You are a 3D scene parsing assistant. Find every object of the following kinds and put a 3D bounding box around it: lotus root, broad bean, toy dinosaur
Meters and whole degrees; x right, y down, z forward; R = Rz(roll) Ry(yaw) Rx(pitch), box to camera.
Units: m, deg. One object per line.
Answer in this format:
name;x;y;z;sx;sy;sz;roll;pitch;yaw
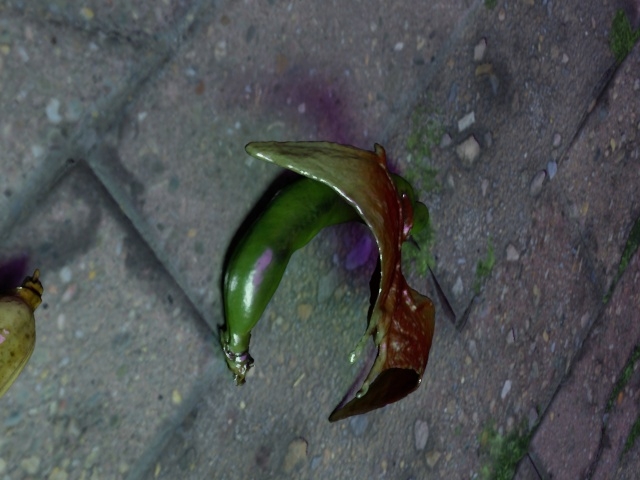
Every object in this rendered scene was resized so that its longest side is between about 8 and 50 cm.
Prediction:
lotus root;-0.234;0.078;0.736;0.152;0.063;0.072;-59;172;-27
broad bean;0.000;0.000;1.001;0.292;0.049;0.144;-40;131;-34
toy dinosaur;0.025;0.037;0.947;0.327;0.112;0.207;46;47;-64
